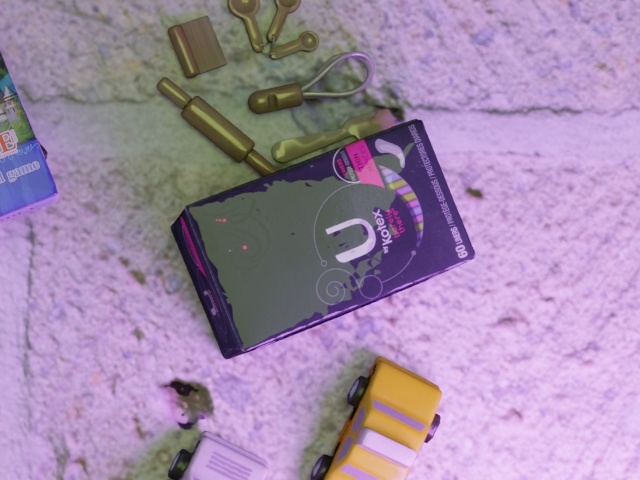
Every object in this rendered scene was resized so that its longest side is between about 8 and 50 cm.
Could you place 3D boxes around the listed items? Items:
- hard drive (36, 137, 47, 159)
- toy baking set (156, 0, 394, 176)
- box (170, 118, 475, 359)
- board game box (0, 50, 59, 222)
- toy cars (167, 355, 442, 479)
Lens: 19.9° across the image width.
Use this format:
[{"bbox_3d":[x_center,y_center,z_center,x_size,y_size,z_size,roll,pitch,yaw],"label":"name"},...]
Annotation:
[{"bbox_3d":[-0.478,-0.145,1.891,0.237,0.064,0.339,-40,93,-13],"label":"hard drive"},{"bbox_3d":[-0.047,-0.169,1.995,0.256,0.030,0.197,44,77,-3],"label":"toy baking set"},{"bbox_3d":[0.000,0.000,1.927,0.270,0.143,0.165,-22,88,-12],"label":"box"},{"bbox_3d":[-0.468,-0.130,1.826,0.319,0.066,0.318,-23,88,-13],"label":"board game box"},{"bbox_3d":[-0.030,0.258,1.919,0.394,0.087,0.176,-22,88,-13],"label":"toy cars"}]
